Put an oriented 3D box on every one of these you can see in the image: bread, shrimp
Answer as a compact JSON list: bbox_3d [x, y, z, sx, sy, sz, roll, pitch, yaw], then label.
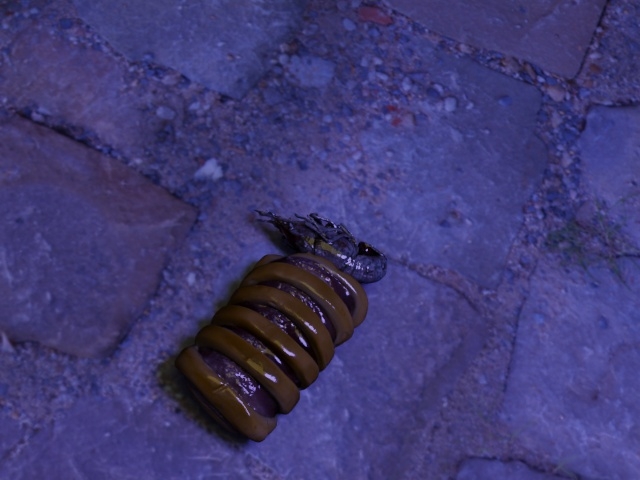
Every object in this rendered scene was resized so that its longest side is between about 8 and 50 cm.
[{"bbox_3d":[-0.050,0.102,1.333,0.134,0.081,0.225,35,60,6],"label":"bread"},{"bbox_3d":[0.000,0.000,1.414,0.165,0.056,0.065,34,35,2],"label":"shrimp"}]
